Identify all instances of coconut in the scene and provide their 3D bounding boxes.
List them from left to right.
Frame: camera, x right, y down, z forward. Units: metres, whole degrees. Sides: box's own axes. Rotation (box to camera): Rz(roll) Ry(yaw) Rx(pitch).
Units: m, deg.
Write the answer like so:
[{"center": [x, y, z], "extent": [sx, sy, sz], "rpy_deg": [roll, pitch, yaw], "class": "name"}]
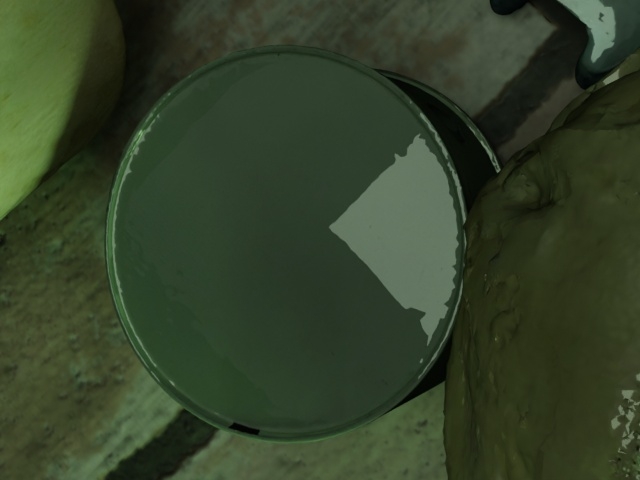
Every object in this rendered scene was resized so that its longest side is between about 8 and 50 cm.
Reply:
[{"center": [-0.273, -0.138, 0.776], "extent": [0.328, 0.329, 0.329], "rpy_deg": [1, 93, 19], "class": "coconut"}]

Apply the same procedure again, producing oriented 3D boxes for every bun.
[{"center": [0.174, 0.072, 0.591], "extent": [0.234, 0.326, 0.362], "rpy_deg": [18, 122, 16], "class": "bun"}]

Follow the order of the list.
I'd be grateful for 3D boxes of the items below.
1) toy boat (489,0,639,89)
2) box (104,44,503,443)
[{"center": [0.198, -0.195, 0.721], "extent": [0.134, 0.079, 0.208], "rpy_deg": [44, 116, 18], "class": "toy boat"}, {"center": [0.000, 0.000, 0.745], "extent": [0.226, 0.149, 0.226], "rpy_deg": [1, 92, 20], "class": "box"}]
